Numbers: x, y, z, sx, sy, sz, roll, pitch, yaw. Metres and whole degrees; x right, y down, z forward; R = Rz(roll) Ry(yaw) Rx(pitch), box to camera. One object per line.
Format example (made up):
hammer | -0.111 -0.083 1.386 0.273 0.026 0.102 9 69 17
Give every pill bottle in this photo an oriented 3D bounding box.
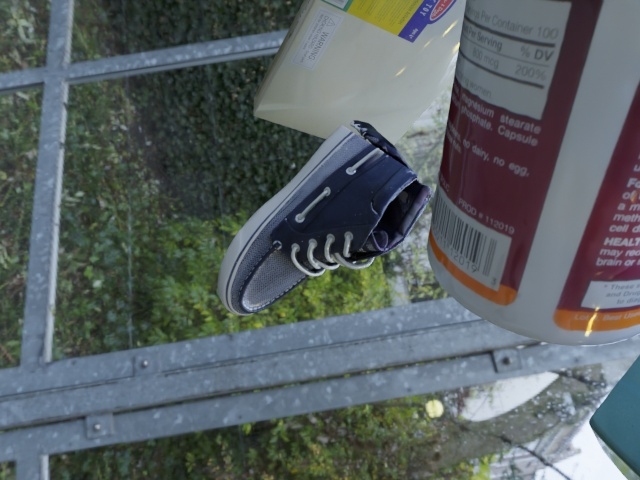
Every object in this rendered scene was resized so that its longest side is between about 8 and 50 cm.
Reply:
pill bottle | 0.218 -0.130 0.398 0.224 0.224 0.391 -100 -171 -54

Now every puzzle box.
puzzle box | 0.095 -0.306 0.798 0.409 0.272 0.052 -46 -142 47

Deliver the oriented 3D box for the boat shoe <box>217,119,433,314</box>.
boat shoe | 0.000 0.000 0.703 0.127 0.340 0.158 30 11 -47

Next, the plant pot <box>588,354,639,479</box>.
plant pot | 0.387 0.211 0.458 0.234 0.165 0.165 36 -9 48
